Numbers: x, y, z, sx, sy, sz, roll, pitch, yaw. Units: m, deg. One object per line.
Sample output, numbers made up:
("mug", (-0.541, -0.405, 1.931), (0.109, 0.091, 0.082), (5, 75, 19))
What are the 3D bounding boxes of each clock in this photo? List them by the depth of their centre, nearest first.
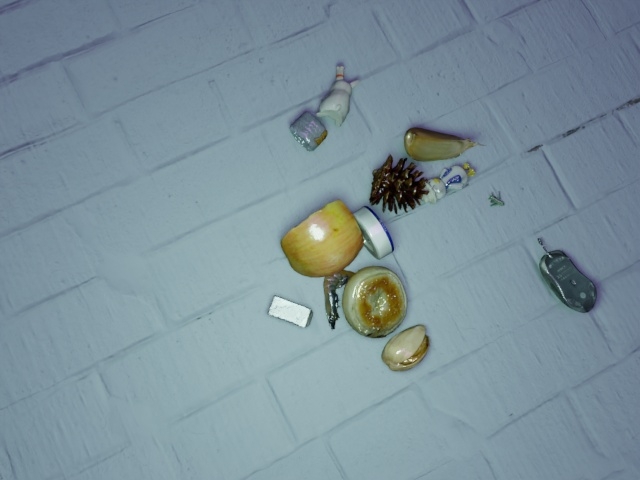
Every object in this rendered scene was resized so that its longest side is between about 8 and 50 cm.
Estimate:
("clock", (0.217, -0.031, 1.868), (0.083, 0.230, 0.230), (-34, 85, -7))

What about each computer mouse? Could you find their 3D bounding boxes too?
("computer mouse", (1.079, 0.155, 1.979), (0.167, 0.090, 0.379), (-26, 77, -13))

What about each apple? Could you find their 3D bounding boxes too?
("apple", (0.000, 0.000, 1.867), (0.309, 0.252, 0.314), (-36, 124, -15))

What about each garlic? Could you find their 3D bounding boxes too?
("garlic", (0.534, -0.421, 1.978), (0.338, 0.196, 0.151), (8, 96, -5))

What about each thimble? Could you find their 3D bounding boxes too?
("thimble", (-0.054, -0.485, 1.973), (0.151, 0.127, 0.118), (44, 82, 4))

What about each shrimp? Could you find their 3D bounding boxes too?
("shrimp", (0.112, 0.255, 1.907), (0.198, 0.051, 0.262), (0, 78, -5))

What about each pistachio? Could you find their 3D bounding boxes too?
("pistachio", (0.363, 0.451, 1.854), (0.229, 0.157, 0.157), (-36, 85, -15))

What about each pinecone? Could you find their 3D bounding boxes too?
("pinecone", (0.338, -0.234, 1.895), (0.264, 0.264, 0.264), (1, 81, -4))

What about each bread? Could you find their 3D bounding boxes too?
("bread", (0.217, 0.254, 1.841), (0.305, 0.159, 0.305), (-2, 94, -24))

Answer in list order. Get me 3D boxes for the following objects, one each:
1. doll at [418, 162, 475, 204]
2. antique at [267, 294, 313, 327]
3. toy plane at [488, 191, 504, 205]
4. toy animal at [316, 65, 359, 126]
("doll", (0.559, -0.258, 1.989), (0.293, 0.119, 0.138), (-29, 58, -8))
("antique", (-0.124, 0.303, 1.862), (0.183, 0.088, 0.086), (21, 80, -2))
("toy plane", (0.813, -0.184, 2.038), (0.083, 0.033, 0.080), (34, 79, -5))
("toy animal", (0.086, -0.657, 2.020), (0.140, 0.138, 0.282), (22, 57, -9))
